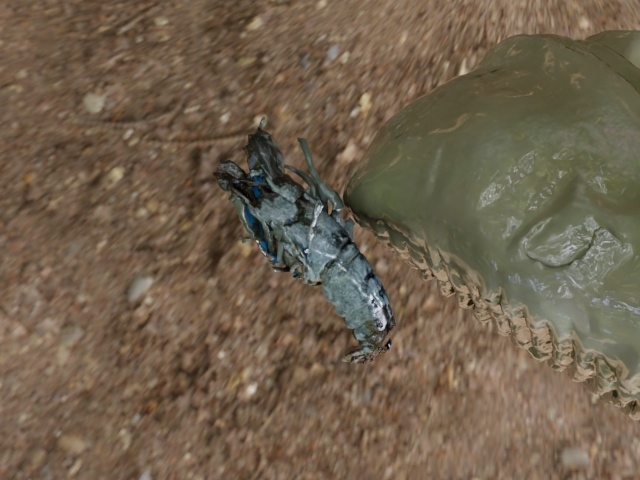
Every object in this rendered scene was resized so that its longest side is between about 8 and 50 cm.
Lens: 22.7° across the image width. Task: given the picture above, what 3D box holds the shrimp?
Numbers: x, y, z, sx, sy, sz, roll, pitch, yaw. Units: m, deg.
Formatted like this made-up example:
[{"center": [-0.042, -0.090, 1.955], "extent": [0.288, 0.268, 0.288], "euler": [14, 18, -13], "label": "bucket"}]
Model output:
[{"center": [0.003, 0.000, 1.032], "extent": [0.174, 0.082, 0.076], "euler": [54, 146, -10], "label": "shrimp"}]

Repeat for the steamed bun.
[{"center": [0.203, -0.013, 1.043], "extent": [0.324, 0.310, 0.219], "euler": [30, 86, 42], "label": "steamed bun"}]
